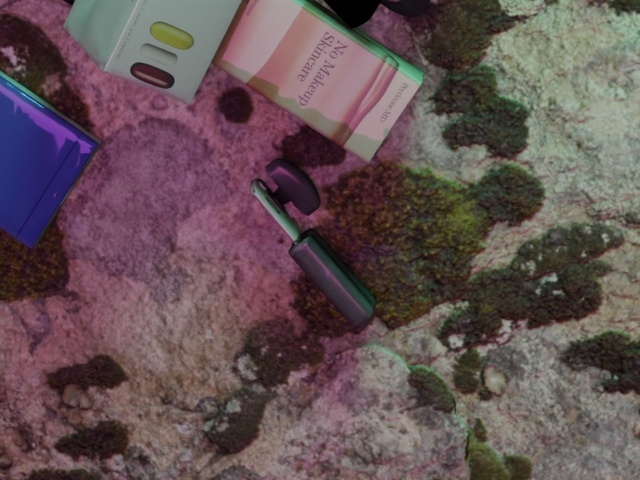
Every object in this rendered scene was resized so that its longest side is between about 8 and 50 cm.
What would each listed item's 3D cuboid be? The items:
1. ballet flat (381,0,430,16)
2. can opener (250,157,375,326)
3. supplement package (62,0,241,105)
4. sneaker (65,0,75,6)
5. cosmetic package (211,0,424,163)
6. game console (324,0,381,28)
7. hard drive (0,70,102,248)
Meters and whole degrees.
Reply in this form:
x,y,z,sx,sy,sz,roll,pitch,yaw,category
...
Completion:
x,y,z,sx,sy,sz,roll,pitch,yaw,category
0.078,-0.399,1.858,0.074,0.074,0.203,-43,97,15,ballet flat
0.000,0.000,1.973,0.095,0.076,0.283,-39,99,16,can opener
-0.221,-0.361,1.807,0.145,0.204,0.262,18,107,-36,supplement package
-0.408,-0.425,1.880,0.283,0.124,0.107,39,106,-5,sneaker
-0.010,-0.259,1.876,0.296,0.129,0.153,31,105,-3,cosmetic package
-0.025,-0.483,1.800,0.361,0.044,0.213,47,146,13,game console
-0.531,-0.161,2.010,0.319,0.040,0.210,35,106,-3,hard drive
